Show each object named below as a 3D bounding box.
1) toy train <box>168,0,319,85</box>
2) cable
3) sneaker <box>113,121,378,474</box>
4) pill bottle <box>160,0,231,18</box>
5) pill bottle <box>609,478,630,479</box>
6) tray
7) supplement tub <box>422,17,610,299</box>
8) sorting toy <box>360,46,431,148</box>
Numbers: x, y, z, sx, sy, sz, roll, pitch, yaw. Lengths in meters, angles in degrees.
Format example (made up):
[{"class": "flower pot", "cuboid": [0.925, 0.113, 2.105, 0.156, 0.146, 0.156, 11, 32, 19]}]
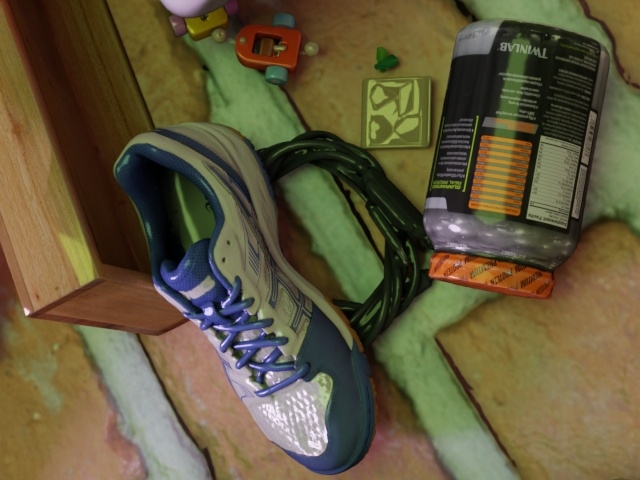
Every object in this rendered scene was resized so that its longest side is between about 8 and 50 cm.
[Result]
[{"class": "toy train", "cuboid": [-0.060, -0.206, 1.202, 0.125, 0.046, 0.166, 3, 75, 1]}, {"class": "cable", "cuboid": [0.000, 0.000, 1.151, 0.184, 0.047, 0.150, 46, 105, 18]}, {"class": "sneaker", "cuboid": [-0.067, 0.049, 1.085, 0.112, 0.131, 0.296, -35, 78, 25]}, {"class": "pill bottle", "cuboid": [-0.134, -0.387, 1.059, 0.229, 0.229, 0.408, -35, 95, 13]}, {"class": "pill bottle", "cuboid": [0.061, 0.317, 0.982, 0.392, 0.224, 0.224, -19, 76, 17]}, {"class": "tray", "cuboid": [-0.222, -0.128, 1.165, 0.076, 0.203, 0.411, -28, 73, 16]}, {"class": "supplement tub", "cuboid": [0.140, -0.057, 1.060, 0.117, 0.117, 0.190, 10, 87, 22]}, {"class": "sorting toy", "cuboid": [0.061, -0.115, 1.155, 0.062, 0.012, 0.083, 0, 86, 26]}]
